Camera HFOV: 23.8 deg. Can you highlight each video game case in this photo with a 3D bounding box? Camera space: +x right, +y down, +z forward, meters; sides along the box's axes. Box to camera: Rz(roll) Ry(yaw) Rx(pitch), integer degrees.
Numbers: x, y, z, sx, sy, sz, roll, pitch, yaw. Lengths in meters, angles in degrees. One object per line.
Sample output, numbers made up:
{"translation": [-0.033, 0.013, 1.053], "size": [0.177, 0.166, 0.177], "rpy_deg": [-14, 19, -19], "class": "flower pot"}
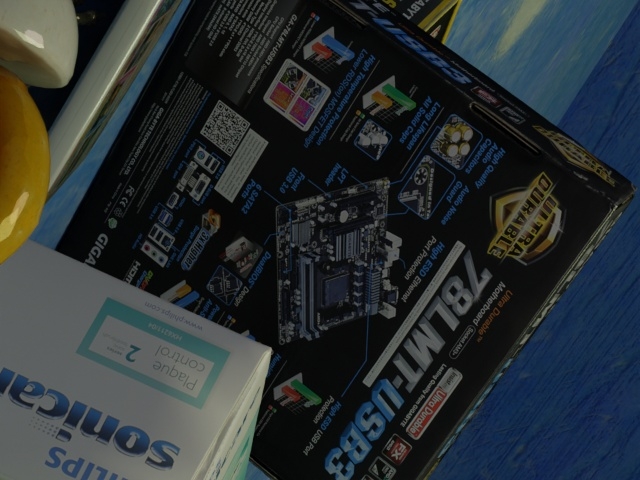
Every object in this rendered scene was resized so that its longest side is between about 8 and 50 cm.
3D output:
{"translation": [-0.115, -0.094, 0.841], "size": [0.157, 0.019, 0.143], "rpy_deg": [-56, -174, 17], "class": "video game case"}

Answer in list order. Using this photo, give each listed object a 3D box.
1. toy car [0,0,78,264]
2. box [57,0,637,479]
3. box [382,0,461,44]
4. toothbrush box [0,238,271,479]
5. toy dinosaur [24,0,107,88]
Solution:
{"translation": [-0.180, -0.047, 0.481], "size": [0.159, 0.182, 0.136], "rpy_deg": [-68, 154, -10], "class": "toy car"}
{"translation": [0.000, 0.000, 0.984], "size": [0.295, 0.293, 0.073], "rpy_deg": [-58, 168, 23], "class": "box"}
{"translation": [-0.029, -0.057, 1.249], "size": [0.322, 0.079, 0.257], "rpy_deg": [-46, 168, -32], "class": "box"}
{"translation": [-0.159, 0.122, 0.877], "size": [0.295, 0.216, 0.126], "rpy_deg": [101, 14, -64], "class": "toothbrush box"}
{"translation": [-0.149, -0.098, 0.712], "size": [0.268, 0.064, 0.118], "rpy_deg": [-48, 164, -8], "class": "toy dinosaur"}
